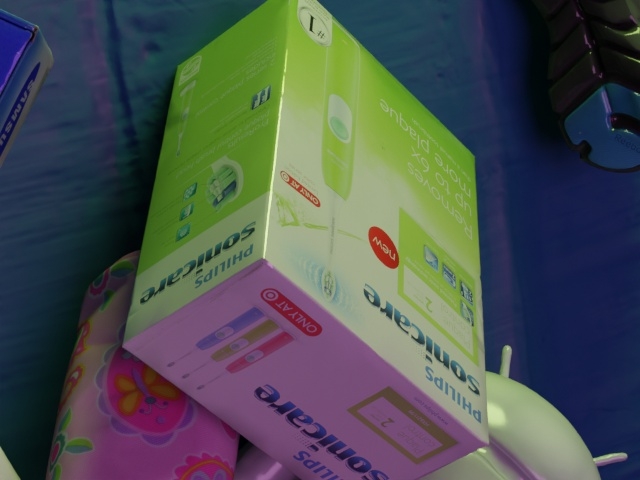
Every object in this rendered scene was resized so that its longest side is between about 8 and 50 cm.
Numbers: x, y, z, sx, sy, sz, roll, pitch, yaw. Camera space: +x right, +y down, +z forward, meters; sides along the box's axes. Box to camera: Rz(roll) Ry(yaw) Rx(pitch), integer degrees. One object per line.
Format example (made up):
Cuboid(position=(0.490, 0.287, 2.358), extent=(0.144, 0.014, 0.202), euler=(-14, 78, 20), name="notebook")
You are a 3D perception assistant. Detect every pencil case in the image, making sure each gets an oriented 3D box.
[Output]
Cuboid(position=(-0.117, 0.145, 0.966), extent=(0.124, 0.124, 0.284), euler=(32, 46, -30), name="pencil case")

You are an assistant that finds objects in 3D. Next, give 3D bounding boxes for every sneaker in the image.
Cuboid(position=(0.222, -0.230, 1.228), extent=(0.139, 0.125, 0.341), euler=(-29, 109, -55), name="sneaker")

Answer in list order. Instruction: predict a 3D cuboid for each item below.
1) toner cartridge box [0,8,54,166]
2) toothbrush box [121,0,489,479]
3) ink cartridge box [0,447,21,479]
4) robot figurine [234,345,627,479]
Cuboid(position=(-0.307, 0.004, 0.884), extent=(0.165, 0.075, 0.348), euler=(25, 81, 2), name="toner cartridge box")
Cuboid(position=(0.000, 0.000, 1.003), extent=(0.206, 0.122, 0.283), euler=(41, 34, -28), name="toothbrush box")
Cuboid(position=(-0.225, 0.298, 0.940), extent=(0.283, 0.117, 0.207), euler=(64, 31, -20), name="ink cartridge box")
Cuboid(position=(0.070, 0.234, 1.114), extent=(0.353, 0.200, 0.300), euler=(-43, 90, -21), name="robot figurine")
